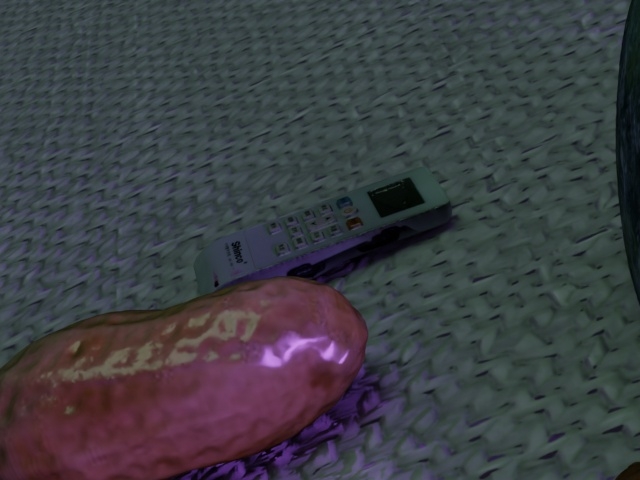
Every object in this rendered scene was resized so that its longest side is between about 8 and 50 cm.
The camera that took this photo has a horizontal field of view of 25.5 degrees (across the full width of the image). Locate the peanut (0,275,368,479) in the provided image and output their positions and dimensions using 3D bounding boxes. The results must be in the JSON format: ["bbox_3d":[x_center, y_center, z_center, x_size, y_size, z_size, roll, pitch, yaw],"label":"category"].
[{"bbox_3d":[-0.082,0.077,0.764,0.226,0.095,0.108,-18,26,10],"label":"peanut"}]

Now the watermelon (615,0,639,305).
[{"bbox_3d":[0.280,-0.091,0.669,0.258,0.387,0.228,21,7,-1],"label":"watermelon"}]

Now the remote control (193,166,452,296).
[{"bbox_3d":[0.000,0.000,0.902,0.166,0.029,0.065,-20,27,-2],"label":"remote control"}]

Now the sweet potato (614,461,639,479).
[{"bbox_3d":[0.159,0.142,0.520,0.056,0.056,0.195,-25,34,-1],"label":"sweet potato"}]
